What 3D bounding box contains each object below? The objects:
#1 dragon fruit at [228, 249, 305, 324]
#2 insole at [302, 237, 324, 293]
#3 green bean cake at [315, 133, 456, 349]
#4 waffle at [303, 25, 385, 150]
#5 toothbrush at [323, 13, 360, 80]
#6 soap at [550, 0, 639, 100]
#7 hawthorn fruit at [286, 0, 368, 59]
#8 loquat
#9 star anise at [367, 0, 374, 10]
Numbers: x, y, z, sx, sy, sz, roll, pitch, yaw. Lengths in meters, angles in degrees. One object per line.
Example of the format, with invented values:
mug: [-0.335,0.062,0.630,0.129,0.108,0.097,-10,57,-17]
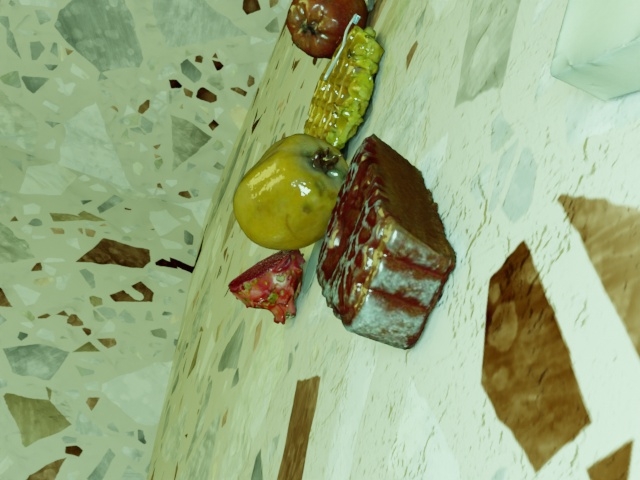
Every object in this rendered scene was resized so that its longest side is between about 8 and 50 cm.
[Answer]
dragon fruit: [-0.080,0.089,1.253,0.153,0.111,0.153,-25,10,5]
insole: [0.000,0.000,1.231,0.065,0.004,0.197,174,115,-75]
green bean cake: [0.070,-0.002,0.783,0.233,0.097,0.198,-116,47,-71]
waffle: [0.030,-0.265,1.334,0.302,0.068,0.325,128,155,-53]
toothbrush: [0.037,-0.351,1.265,0.131,0.013,0.011,-62,3,7]
soap: [0.237,-0.202,0.487,0.121,0.064,0.183,179,109,-74]
hawthorn fruit: [0.014,-0.470,1.476,0.179,0.173,0.173,-88,22,-48]
loquat: [-0.043,-0.078,1.146,0.234,0.176,0.187,-35,34,36]
star anise: [0.124,-0.555,1.370,0.208,0.063,0.172,167,120,-73]
